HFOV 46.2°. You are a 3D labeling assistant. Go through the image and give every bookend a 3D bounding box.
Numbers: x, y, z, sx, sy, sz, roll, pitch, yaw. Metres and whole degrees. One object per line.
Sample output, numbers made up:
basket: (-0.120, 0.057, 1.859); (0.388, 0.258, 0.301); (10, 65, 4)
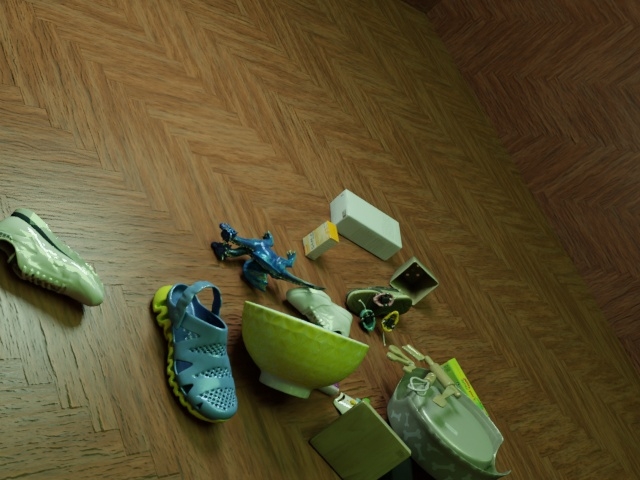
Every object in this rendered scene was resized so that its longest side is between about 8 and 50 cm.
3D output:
bookend: (0.186, 0.567, 1.733); (0.156, 0.072, 0.157); (43, 26, -25)

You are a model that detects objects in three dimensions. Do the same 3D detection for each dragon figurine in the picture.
dragon figurine: (-0.132, 0.062, 1.809); (0.289, 0.085, 0.144); (43, 33, 7)

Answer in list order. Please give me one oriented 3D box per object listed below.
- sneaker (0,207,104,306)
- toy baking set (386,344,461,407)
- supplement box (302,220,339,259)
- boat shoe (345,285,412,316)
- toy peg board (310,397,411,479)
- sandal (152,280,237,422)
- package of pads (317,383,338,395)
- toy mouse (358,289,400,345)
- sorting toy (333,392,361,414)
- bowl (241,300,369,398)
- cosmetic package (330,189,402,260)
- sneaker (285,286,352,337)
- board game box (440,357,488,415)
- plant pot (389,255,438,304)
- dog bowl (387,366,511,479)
sneaker: (-0.506, 0.051, 1.385); (0.235, 0.090, 0.094); (42, 45, -8)
toy baking set: (0.263, 0.347, 1.894); (0.197, 0.030, 0.256); (15, 22, -40)
supplement box: (0.000, 0.000, 2.051); (0.036, 0.098, 0.062); (29, 37, -38)
boat shoe: (0.155, 0.166, 2.112); (0.224, 0.080, 0.073); (7, 22, -34)
toy peg board: (0.092, 0.443, 1.671); (0.160, 0.161, 0.079); (48, 17, -5)
sandal: (-0.237, 0.208, 1.502); (0.126, 0.138, 0.317); (4, 56, -53)
package of pads: (0.006, 0.332, 1.782); (0.083, 0.032, 0.050); (31, 40, -30)
toy mouse: (0.152, 0.190, 2.050); (0.143, 0.160, 0.031); (28, 1, -26)
sorting toy: (0.070, 0.398, 1.799); (0.075, 0.044, 0.083); (35, 30, 10)
bowl: (-0.055, 0.252, 1.640); (0.290, 0.290, 0.155); (24, 84, -37)
cosmetic package: (0.139, -0.045, 2.292); (0.231, 0.085, 0.117); (30, 37, -28)
sneaker: (-0.001, 0.192, 1.885); (0.212, 0.080, 0.094); (33, 48, -30)
board game box: (0.379, 0.432, 2.098); (0.043, 0.092, 0.181); (-8, 64, -54)
plant pot: (0.286, 0.111, 2.306); (0.109, 0.109, 0.096); (43, 20, -14)
dog bowl: (0.314, 0.478, 1.880); (0.349, 0.102, 0.348); (34, 18, -13)
